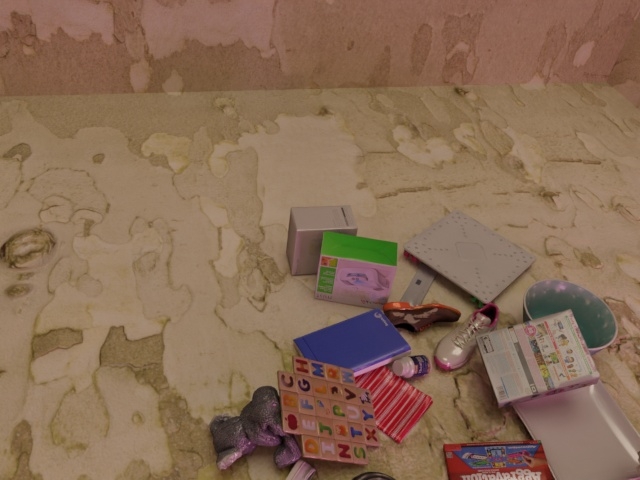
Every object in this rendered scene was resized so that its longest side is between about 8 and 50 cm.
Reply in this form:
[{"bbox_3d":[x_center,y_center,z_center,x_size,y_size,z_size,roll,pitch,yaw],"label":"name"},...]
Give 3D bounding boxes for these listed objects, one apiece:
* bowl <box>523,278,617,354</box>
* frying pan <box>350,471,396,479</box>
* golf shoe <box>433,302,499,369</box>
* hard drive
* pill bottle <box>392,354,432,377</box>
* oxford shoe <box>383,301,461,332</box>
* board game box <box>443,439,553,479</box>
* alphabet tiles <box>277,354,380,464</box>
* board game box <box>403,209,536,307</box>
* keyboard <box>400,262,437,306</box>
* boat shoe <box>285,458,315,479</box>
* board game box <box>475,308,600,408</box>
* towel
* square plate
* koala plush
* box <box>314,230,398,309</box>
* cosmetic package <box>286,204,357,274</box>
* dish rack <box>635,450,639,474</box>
[{"bbox_3d":[0.822,0.295,2.055,0.311,0.163,0.312,5,43,-5],"label":"bowl"},{"bbox_3d":[0.092,0.685,1.598,0.326,0.053,0.197,16,42,3],"label":"frying pan"},{"bbox_3d":[0.490,0.310,2.003,0.115,0.140,0.306,38,51,27],"label":"golf shoe"},{"bbox_3d":[0.100,0.341,1.935,0.318,0.040,0.210,-18,39,-19],"label":"hard drive"},{"bbox_3d":[0.288,0.398,1.899,0.120,0.067,0.067,3,38,-36],"label":"pill bottle"},{"bbox_3d":[0.350,0.274,2.070,0.271,0.097,0.099,2,62,-1],"label":"oxford shoe"},{"bbox_3d":[0.497,0.639,1.691,0.281,0.027,0.145,-3,46,1],"label":"board game box"},{"bbox_3d":[0.027,0.473,1.683,0.342,0.011,0.285,21,45,-33],"label":"alphabet tiles"},{"bbox_3d":[0.579,0.061,2.341,0.390,0.050,0.390,36,46,27],"label":"board game box"},{"bbox_3d":[0.374,0.161,2.241,0.072,0.014,0.256,20,43,19],"label":"keyboard"},{"bbox_3d":[-0.071,0.665,1.583,0.063,0.066,0.184,22,34,15],"label":"boat shoe"},{"bbox_3d":[0.657,0.364,1.845,0.303,0.097,0.224,-17,59,9],"label":"board game box"},{"bbox_3d":[0.186,0.472,1.855,0.274,0.031,0.199,33,48,24],"label":"towel"},{"bbox_3d":[0.786,0.585,1.817,0.347,0.049,0.344,-7,45,-16],"label":"square plate"},{"bbox_3d":[-0.197,0.518,1.641,0.221,0.203,0.196,-22,36,-4],"label":"koala plush"},{"bbox_3d":[0.121,0.105,2.094,0.261,0.231,0.127,10,43,0],"label":"box"},{"bbox_3d":[0.000,0.000,2.193,0.224,0.224,0.138,-2,43,-11],"label":"cosmetic package"},{"bbox_3d":[0.955,0.718,1.570,0.285,0.072,0.333,43,20,-25],"label":"dish rack"}]
